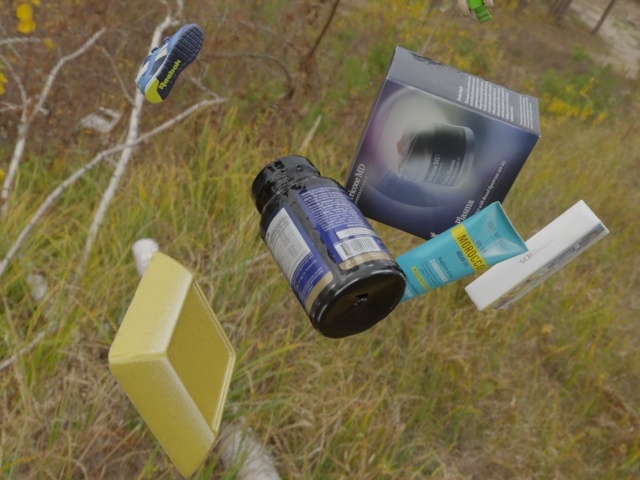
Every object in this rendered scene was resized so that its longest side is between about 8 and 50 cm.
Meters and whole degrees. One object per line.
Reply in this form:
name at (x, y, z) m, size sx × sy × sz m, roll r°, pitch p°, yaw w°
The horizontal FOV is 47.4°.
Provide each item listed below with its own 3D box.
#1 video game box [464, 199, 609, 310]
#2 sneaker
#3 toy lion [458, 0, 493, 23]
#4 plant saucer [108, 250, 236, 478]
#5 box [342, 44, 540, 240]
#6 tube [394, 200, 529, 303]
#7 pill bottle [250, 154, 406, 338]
video game box at (0.325, 0.029, 1.082) m, size 0.048 × 0.205 × 0.187 m, roll 55°, pitch 17°, yaw 16°
sneaker at (-0.244, -0.290, 1.160) m, size 0.059 × 0.144 × 0.053 m, roll 38°, pitch -1°, yaw 33°
toy lion at (0.162, -0.284, 0.786) m, size 0.100 × 0.034 × 0.096 m, roll 67°, pitch 23°, yaw -15°
plant saucer at (-0.262, 0.231, 1.435) m, size 0.081 × 0.333 × 0.333 m, roll -14°, pitch 33°, yaw 14°
box at (0.220, -0.167, 1.407) m, size 0.294 × 0.296 × 0.183 m, roll 21°, pitch 36°, yaw 1°
tube at (0.144, 0.027, 0.899) m, size 0.080 × 0.207 × 0.052 m, roll 50°, pitch 23°, yaw -29°
pill bottle at (0.000, 0.000, 0.885) m, size 0.122 × 0.123 × 0.219 m, roll -1°, pitch 45°, yaw -38°
